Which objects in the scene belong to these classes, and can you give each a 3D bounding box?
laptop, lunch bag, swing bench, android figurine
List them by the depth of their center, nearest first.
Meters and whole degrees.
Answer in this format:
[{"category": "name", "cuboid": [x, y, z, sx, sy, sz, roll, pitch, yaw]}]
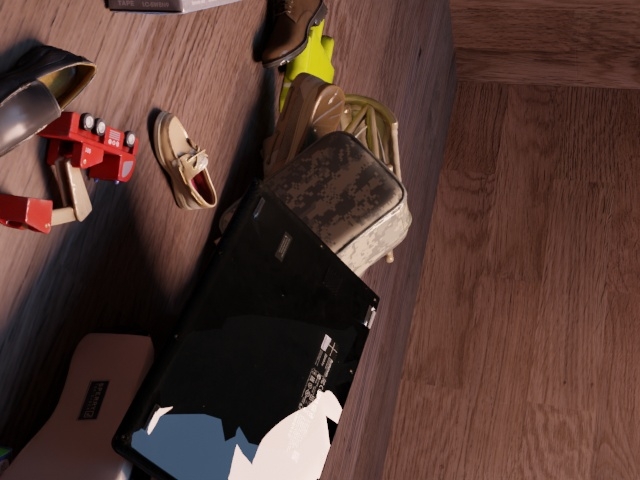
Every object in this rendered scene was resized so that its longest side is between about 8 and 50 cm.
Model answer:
[{"category": "laptop", "cuboid": [-0.089, 0.212, 0.975, 0.408, 0.236, 0.382, 45, 47, -26]}, {"category": "lunch bag", "cuboid": [0.000, 0.000, 1.293, 0.305, 0.212, 0.256, -39, 153, -7]}, {"category": "android figurine", "cuboid": [-0.022, -0.312, 1.506, 0.248, 0.056, 0.273, 50, 47, -67]}, {"category": "swing bench", "cuboid": [0.092, -0.133, 1.575, 0.253, 0.165, 0.255, 75, 28, -52]}]

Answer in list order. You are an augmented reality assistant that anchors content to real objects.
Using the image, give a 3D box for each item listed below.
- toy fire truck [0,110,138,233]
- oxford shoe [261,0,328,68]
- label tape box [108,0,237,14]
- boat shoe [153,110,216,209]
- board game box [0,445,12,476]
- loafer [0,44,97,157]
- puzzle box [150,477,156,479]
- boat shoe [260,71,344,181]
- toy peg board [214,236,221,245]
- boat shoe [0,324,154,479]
[{"category": "toy fire truck", "cuboid": [-0.273, -0.071, 0.814, 0.192, 0.047, 0.135, 17, 80, -73]}, {"category": "oxford shoe", "cuboid": [-0.064, -0.393, 1.332, 0.096, 0.082, 0.227, 57, 39, -36]}, {"category": "label tape box", "cuboid": [-0.170, -0.461, 0.901, 0.240, 0.105, 0.334, -50, 143, -61]}, {"category": "boat shoe", "cuboid": [-0.187, -0.111, 1.049, 0.170, 0.059, 0.063, 77, 26, -47]}, {"category": "board game box", "cuboid": [-0.356, 0.319, 0.715, 0.136, 0.035, 0.201, -25, 120, -69]}, {"category": "loafer", "cuboid": [-0.285, -0.137, 0.727, 0.062, 0.061, 0.170, 78, 26, -47]}, {"category": "puzzle box", "cuboid": [-0.197, 0.294, 0.986, 0.272, 0.052, 0.409, 142, -42, -77]}, {"category": "boat shoe", "cuboid": [-0.055, -0.158, 1.363, 0.109, 0.098, 0.302, -4, 121, -51]}, {"category": "toy peg board", "cuboid": [-0.138, 0.108, 1.203, 0.079, 0.161, 0.161, -32, 143, -12]}, {"category": "boat shoe", "cuboid": [-0.249, 0.258, 0.817, 0.340, 0.127, 0.158, -79, 170, -56]}]
